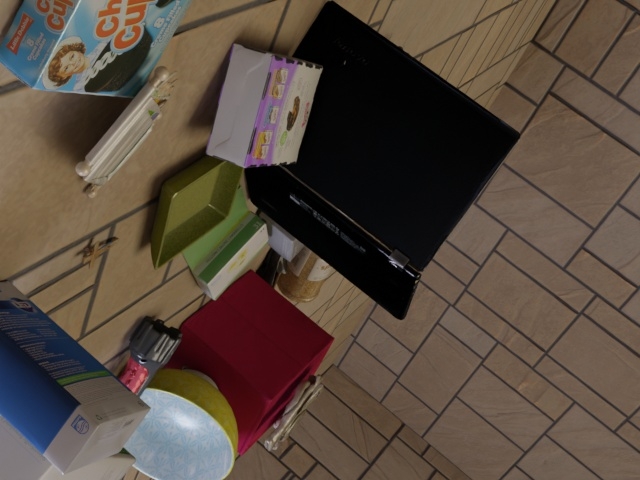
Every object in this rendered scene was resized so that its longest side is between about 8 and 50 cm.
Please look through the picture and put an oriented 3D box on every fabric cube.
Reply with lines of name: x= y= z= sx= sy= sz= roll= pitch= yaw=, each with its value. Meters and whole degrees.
fabric cube: x=-0.171 y=0.279 z=1.962 sx=0.259 sy=0.258 sz=0.254 roll=-39 pitch=163 yaw=-44

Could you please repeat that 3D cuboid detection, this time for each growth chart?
growth chart: x=-0.230 y=-0.127 z=1.027 sx=0.172 sy=0.021 sz=0.237 roll=-52 pitch=-173 yaw=-9

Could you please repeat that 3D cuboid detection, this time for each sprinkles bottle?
sprinkles bottle: x=0.000 y=0.000 z=2.097 sx=0.121 sy=0.121 sz=0.355 roll=-38 pitch=162 yaw=-46

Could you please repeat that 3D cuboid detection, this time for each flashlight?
flashlight: x=-0.386 y=0.287 z=1.623 sx=0.304 sy=0.103 sz=0.103 roll=-56 pitch=-167 yaw=5

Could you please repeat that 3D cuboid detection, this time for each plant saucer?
plant saucer: x=-0.205 y=-0.066 z=1.382 sx=0.188 sy=0.045 sz=0.188 roll=-41 pitch=163 yaw=-41

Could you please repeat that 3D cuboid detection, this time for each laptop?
laptop: x=0.080 y=-0.115 z=1.469 sx=0.236 sy=0.382 sz=0.408 roll=-47 pitch=166 yaw=-16

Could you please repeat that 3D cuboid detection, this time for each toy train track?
toy train track: x=-0.326 y=0.012 z=1.255 sx=0.083 sy=0.014 sz=0.048 roll=-41 pitch=157 yaw=-59

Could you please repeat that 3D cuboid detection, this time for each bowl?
bowl: x=-0.292 y=0.366 z=1.803 sx=0.290 sy=0.289 sz=0.156 roll=-62 pitch=-179 yaw=37

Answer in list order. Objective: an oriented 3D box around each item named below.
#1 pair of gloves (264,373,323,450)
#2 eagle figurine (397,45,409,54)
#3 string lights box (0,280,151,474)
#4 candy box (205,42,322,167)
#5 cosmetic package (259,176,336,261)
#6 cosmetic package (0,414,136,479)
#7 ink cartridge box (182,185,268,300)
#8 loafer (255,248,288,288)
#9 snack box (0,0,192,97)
pair of gloves: x=-0.066 y=0.397 z=1.977 sx=0.204 sy=0.042 sz=0.240 roll=-52 pitch=170 yaw=-13
eagle figurine: x=0.104 y=-0.233 z=1.642 sx=0.298 sy=0.226 sz=0.225 roll=-36 pitch=-156 yaw=3
string lights box: x=-0.343 y=0.153 z=1.023 sx=0.077 sy=0.259 sz=0.133 roll=-54 pitch=166 yaw=6
candy box: x=-0.081 y=-0.200 z=1.292 sx=0.196 sy=0.070 sz=0.165 roll=-17 pitch=125 yaw=-68
cosmetic package: x=-0.024 y=-0.083 z=1.833 sx=0.238 sy=0.107 sz=0.127 roll=-51 pitch=170 yaw=-18
cosmetic package: x=-0.443 y=0.327 z=1.302 sx=0.155 sy=0.197 sz=0.365 roll=-49 pitch=168 yaw=-11
ink cartridge box: x=-0.180 y=0.011 z=1.660 sx=0.171 sy=0.056 sz=0.235 roll=-48 pitch=169 yaw=-14
loafer: x=-0.100 y=0.057 z=2.038 sx=0.170 sy=0.061 sz=0.062 roll=-58 pitch=165 yaw=22
snack box: x=-0.173 y=-0.292 z=0.844 sx=0.322 sy=0.060 sz=0.187 roll=-56 pitch=167 yaw=17
